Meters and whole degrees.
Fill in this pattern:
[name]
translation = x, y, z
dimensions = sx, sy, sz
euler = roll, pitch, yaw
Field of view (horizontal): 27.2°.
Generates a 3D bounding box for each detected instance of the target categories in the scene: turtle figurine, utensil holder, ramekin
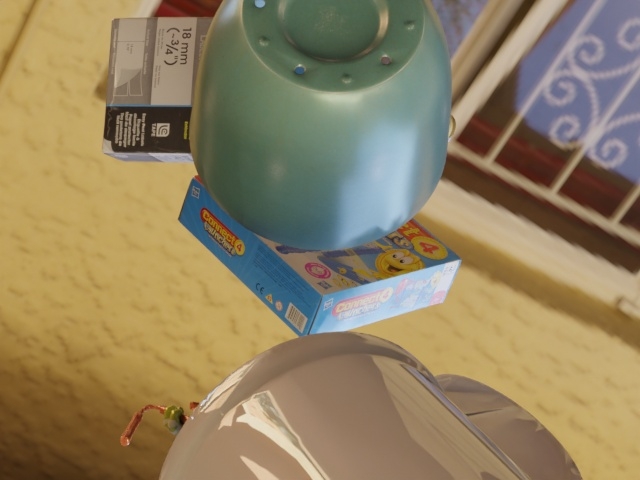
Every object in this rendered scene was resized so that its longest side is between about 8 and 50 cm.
[turtle figurine]
translation = -0.079, 0.195, 1.434
dimensions = 0.269, 0.217, 0.087
euler = 6, -113, -66
[utensil holder]
translation = 0.065, 0.309, 1.179
dimensions = 0.327, 0.328, 0.385
euler = 14, -165, -32
[ramekin]
translation = 0.228, 0.323, 1.866
dimensions = 0.273, 0.127, 0.273
euler = 30, -159, -13

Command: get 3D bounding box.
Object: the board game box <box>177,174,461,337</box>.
[board game box]
translation = 0.000, 0.000, 1.980
dimensions = 0.302, 0.086, 0.308
euler = -13, -136, -44

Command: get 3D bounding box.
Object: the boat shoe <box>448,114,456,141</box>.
[boat shoe]
translation = 0.127, -0.226, 2.249
dimensions = 0.223, 0.080, 0.073
euler = 27, -177, 35

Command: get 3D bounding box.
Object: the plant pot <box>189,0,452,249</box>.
[plant pot]
translation = 0.006, -0.170, 1.384
dimensions = 0.293, 0.235, 0.293
euler = 2, -115, -4

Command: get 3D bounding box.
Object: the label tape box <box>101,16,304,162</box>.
[label tape box]
translation = -0.194, -0.256, 2.264
dimensions = 0.333, 0.241, 0.106
euler = 2, 173, 12
